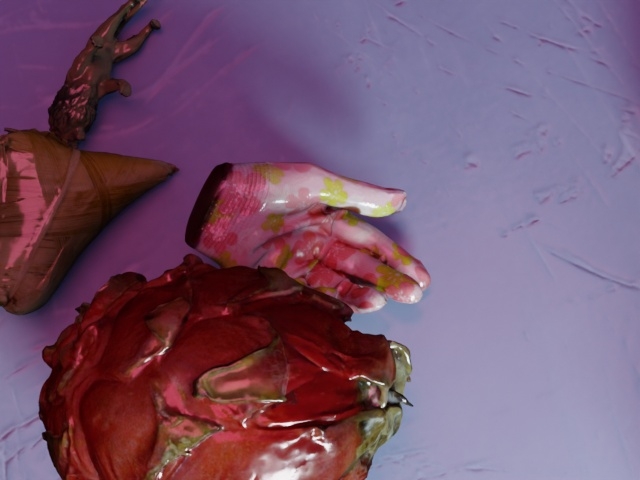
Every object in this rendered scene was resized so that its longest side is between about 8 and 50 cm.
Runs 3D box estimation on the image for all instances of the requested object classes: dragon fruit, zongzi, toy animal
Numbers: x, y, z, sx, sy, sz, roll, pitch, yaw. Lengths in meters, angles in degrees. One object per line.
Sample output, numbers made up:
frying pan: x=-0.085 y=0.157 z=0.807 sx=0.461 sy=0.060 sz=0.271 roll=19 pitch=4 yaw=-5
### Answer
dragon fruit: x=-0.096 y=0.154 z=1.147 sx=0.343 sy=0.277 sz=0.277 roll=15 pitch=77 yaw=19
zongzi: x=-0.256 y=-0.013 z=1.305 sx=0.197 sy=0.099 sz=0.194 roll=9 pitch=88 yaw=-17
toy animal: x=-0.230 y=-0.200 z=1.352 sx=0.069 sy=0.086 sz=0.219 roll=39 pitch=73 yaw=-26

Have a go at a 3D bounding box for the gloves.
gloves: x=-0.005 y=0.003 z=1.262 sx=0.241 sy=0.126 sz=0.145 roll=24 pitch=71 yaw=-19
